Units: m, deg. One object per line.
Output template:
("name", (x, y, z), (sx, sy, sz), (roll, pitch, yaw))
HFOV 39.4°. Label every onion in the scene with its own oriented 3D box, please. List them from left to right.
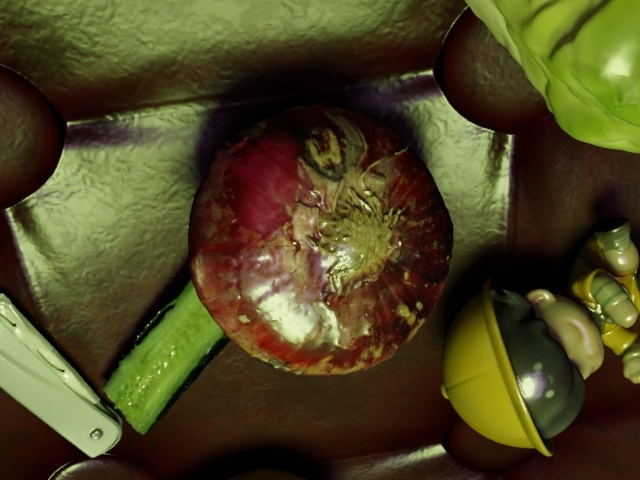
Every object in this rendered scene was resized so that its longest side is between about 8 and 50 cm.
("onion", (0.000, 0.000, 0.808), (0.246, 0.190, 0.246), (-3, 98, -20))

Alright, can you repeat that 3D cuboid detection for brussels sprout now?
("brussels sprout", (0.248, -0.200, 0.649), (0.316, 0.242, 0.274), (-12, 97, 33))

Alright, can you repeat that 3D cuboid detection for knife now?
("knife", (-0.300, 0.139, 0.943), (0.073, 0.041, 0.266), (-33, 123, 2))

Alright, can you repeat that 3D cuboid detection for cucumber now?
("cucumber", (-0.149, 0.112, 0.943), (0.078, 0.062, 0.211), (43, 119, 6))

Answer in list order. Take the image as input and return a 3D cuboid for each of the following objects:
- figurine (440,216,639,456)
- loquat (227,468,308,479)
("figurine", (0.243, 0.101, 0.935), (0.256, 0.167, 0.192), (-37, 111, -10))
("loquat", (-0.075, 0.359, 1.047), (0.234, 0.176, 0.187), (-17, 125, 15))
